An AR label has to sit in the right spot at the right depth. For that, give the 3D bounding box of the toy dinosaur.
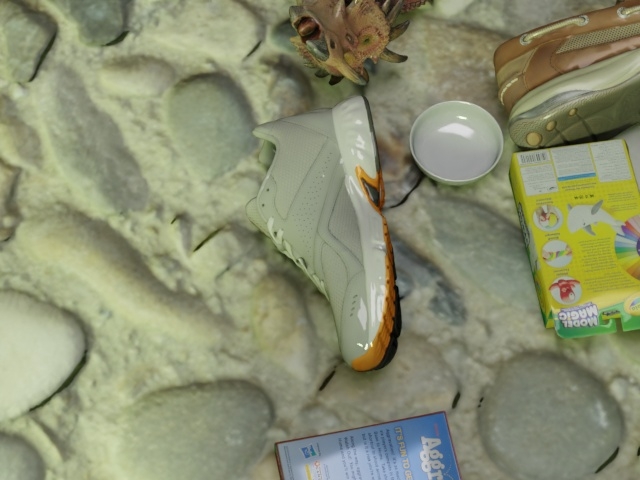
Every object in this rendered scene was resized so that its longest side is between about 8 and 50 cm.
[{"bbox_3d":[0.051,-0.244,1.615,0.296,0.127,0.200,-28,75,-30],"label":"toy dinosaur"}]

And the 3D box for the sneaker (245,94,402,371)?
[{"bbox_3d":[0.000,0.000,1.508,0.121,0.099,0.262,-9,55,4],"label":"sneaker"}]

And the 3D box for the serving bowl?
[{"bbox_3d":[0.120,-0.082,1.577,0.083,0.027,0.083,0,63,0],"label":"serving bowl"}]

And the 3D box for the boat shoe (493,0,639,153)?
[{"bbox_3d":[0.305,-0.181,1.580,0.324,0.123,0.116,-17,62,-11],"label":"boat shoe"}]

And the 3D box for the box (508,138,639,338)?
[{"bbox_3d":[0.231,0.003,1.527,0.105,0.043,0.179,-7,61,-4],"label":"box"}]

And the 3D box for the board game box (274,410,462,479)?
[{"bbox_3d":[0.060,0.279,1.393,0.145,0.027,0.281,-10,63,-4],"label":"board game box"}]
